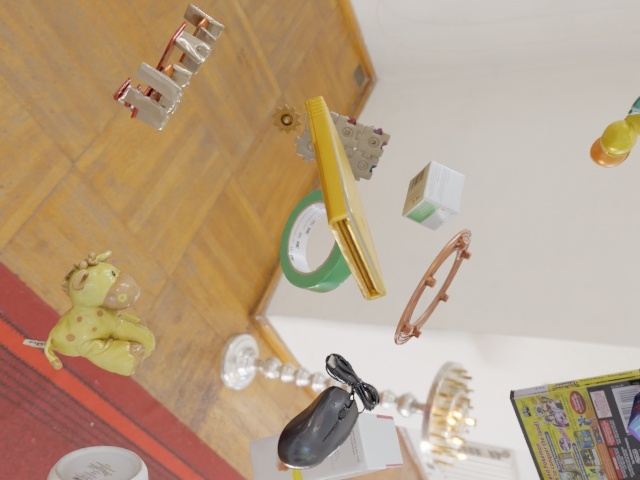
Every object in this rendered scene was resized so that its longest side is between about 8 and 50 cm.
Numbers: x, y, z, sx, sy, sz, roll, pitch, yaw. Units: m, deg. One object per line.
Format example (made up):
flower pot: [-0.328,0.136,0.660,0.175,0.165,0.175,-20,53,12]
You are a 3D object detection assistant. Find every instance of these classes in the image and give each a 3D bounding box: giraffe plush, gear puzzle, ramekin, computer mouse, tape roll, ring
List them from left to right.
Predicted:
ramekin: [-0.436,0.491,1.119,0.207,0.207,0.109,-3,103,-60]
giraffe plush: [-0.378,0.111,0.979,0.210,0.181,0.171,10,105,-33]
tape roll: [0.000,0.000,1.789,0.077,0.321,0.322,20,72,-38]
computer mouse: [0.014,0.412,1.308,0.272,0.072,0.188,-47,109,-15]
gear puzzle: [0.018,-0.297,1.649,0.044,0.338,0.176,-82,-166,-57]
ring: [0.289,0.123,1.417,0.336,0.032,0.337,-46,155,-29]

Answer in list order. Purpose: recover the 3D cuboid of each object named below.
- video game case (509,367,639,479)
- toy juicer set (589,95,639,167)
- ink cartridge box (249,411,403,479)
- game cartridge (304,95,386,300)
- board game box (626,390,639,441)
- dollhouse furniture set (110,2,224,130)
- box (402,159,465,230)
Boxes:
video game case: [0.539,0.398,1.125,0.275,0.248,0.035,67,25,-10]
toy juicer set: [0.516,-0.227,0.876,0.209,0.090,0.329,-34,164,-11]
ink cartridge box: [0.018,0.652,1.749,0.279,0.384,0.161,30,43,-56]
game cartridge: [0.046,-0.084,1.122,0.285,0.052,0.324,62,11,-51]
board game box: [0.626,0.172,0.864,0.347,0.078,0.233,-54,154,19]
dollhouse furniture set: [-0.358,-0.375,1.269,0.135,0.259,0.262,32,48,-17]
box: [0.242,-0.095,1.226,0.087,0.101,0.102,22,62,-11]
